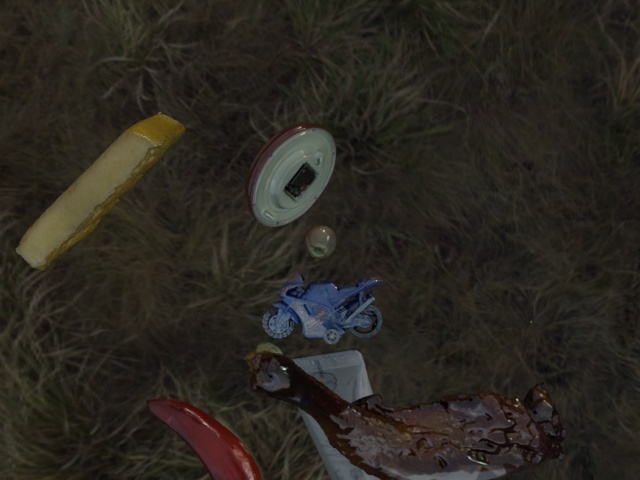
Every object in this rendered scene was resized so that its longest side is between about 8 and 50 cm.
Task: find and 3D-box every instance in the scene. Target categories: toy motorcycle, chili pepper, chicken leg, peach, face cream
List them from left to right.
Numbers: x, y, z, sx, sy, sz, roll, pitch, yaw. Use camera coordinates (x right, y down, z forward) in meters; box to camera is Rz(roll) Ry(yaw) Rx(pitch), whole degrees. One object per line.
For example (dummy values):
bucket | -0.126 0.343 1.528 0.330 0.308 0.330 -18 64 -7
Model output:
chili pepper | -0.170 0.418 1.274 0.137 0.092 0.369 -30 80 19
peach | -0.001 0.002 1.757 0.083 0.083 0.083 -2 83 16
toy motorcycle | 0.004 0.109 1.216 0.204 0.076 0.114 -1 97 3
face cream | 0.049 0.301 1.023 0.143 0.089 0.315 -13 106 35
chicken leg | 0.093 0.203 0.781 0.158 0.406 0.096 -56 28 32

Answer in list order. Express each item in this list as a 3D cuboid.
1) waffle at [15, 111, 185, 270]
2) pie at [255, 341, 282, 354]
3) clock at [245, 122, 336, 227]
waffle | -0.308 -0.080 1.045 0.248 0.221 0.055 -43 101 9
pie | -0.128 0.290 1.823 0.084 0.020 0.085 11 112 31
clock | -0.072 -0.174 1.998 0.080 0.318 0.318 39 95 31
